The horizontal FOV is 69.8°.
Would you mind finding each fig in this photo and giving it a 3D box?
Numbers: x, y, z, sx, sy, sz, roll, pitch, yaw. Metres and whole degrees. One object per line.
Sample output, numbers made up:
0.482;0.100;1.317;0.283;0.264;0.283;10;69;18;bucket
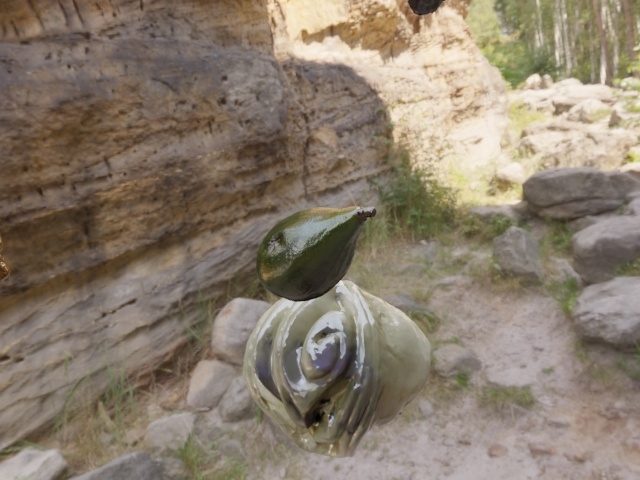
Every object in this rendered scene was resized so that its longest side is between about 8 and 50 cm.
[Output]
0.000;0.000;0.566;0.177;0.117;0.117;-46;-15;32;fig

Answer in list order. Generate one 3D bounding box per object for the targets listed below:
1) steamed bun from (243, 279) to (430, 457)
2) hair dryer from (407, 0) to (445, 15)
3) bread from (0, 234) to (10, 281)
0.018;0.253;0.915;0.352;0.339;0.247;30;-1;13;steamed bun
0.107;-0.306;0.406;0.197;0.089;0.251;-32;-22;-5;hair dryer
-0.522;0.014;0.505;0.380;0.109;0.185;1;24;26;bread
